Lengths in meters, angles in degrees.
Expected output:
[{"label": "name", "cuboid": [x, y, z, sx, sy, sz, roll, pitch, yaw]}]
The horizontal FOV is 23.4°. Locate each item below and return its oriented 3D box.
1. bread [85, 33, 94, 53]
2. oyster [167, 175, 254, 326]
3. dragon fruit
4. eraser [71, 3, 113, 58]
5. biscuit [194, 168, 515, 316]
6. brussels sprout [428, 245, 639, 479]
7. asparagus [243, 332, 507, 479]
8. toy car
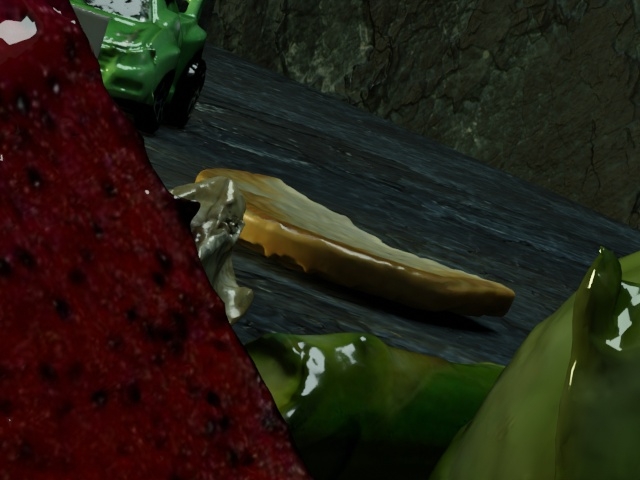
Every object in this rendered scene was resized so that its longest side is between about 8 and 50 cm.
[{"label": "bread", "cuboid": [-0.249, -0.080, 0.896, 0.244, 0.190, 0.123, 21, -4, 31]}, {"label": "oyster", "cuboid": [-0.126, 0.036, 0.776, 0.161, 0.107, 0.233, 30, 32, 29]}, {"label": "dragon fruit", "cuboid": [-0.087, 0.066, 0.416, 0.262, 0.163, 0.189, 60, -18, -8]}, {"label": "eraser", "cuboid": [-0.286, -0.127, 1.136, 0.230, 0.157, 0.038, 18, 7, -13]}, {"label": "biscuit", "cuboid": [0.000, 0.000, 1.344, 0.309, 0.040, 0.204, 26, 11, 37]}, {"label": "brussels sprout", "cuboid": [0.159, 0.118, 0.466, 0.259, 0.227, 0.294, 36, 4, 9]}, {"label": "asparagus", "cuboid": [0.068, 0.098, 0.812, 0.343, 0.085, 0.082, 9, -10, -39]}, {"label": "toy car", "cuboid": [-0.245, -0.247, 1.852, 0.213, 0.176, 0.359, 19, 10, 4]}]
